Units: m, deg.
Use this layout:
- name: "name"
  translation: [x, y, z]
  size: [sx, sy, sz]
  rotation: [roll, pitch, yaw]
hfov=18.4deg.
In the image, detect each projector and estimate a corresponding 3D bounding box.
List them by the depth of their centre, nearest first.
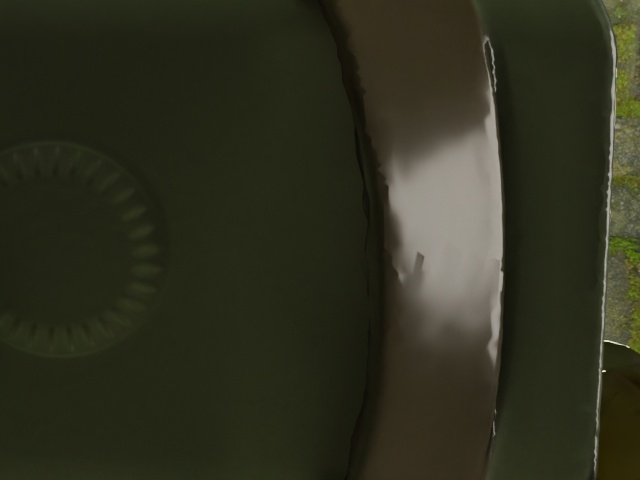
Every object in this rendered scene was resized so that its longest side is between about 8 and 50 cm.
- name: "projector"
  translation: [-0.011, -0.014, 0.568]
  size: [0.242, 0.177, 0.163]
  rotation: [-78, 168, -77]

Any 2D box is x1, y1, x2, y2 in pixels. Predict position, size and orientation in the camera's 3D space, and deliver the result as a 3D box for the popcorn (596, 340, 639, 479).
- name: "popcorn"
  translation: [0.073, 0.217, 0.942]
  size: [0.354, 0.344, 0.390]
  rotation: [-49, 143, -32]
